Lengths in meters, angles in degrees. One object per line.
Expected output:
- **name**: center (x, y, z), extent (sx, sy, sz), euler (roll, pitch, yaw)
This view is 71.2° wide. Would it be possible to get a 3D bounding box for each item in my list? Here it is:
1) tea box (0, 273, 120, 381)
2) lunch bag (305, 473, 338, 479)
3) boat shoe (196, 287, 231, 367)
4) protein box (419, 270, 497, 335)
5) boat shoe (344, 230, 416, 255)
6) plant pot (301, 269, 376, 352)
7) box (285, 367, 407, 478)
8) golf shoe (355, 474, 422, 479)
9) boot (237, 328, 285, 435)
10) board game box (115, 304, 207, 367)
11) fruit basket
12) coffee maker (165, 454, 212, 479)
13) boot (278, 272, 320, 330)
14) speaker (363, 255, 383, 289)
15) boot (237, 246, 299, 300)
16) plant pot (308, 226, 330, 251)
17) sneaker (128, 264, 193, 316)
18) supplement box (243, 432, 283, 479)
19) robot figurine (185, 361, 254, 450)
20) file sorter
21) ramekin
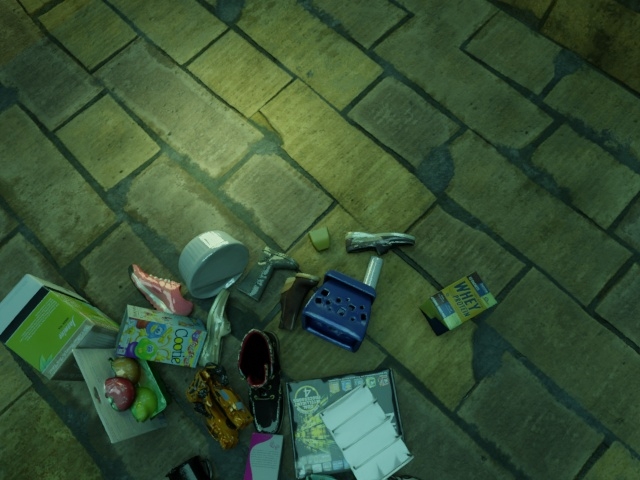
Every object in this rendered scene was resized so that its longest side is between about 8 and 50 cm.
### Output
- **tea box**: center (-0.916, 0.326, 1.602), extent (0.323, 0.329, 0.220), euler (33, 75, 10)
- **lunch bag**: center (0.031, 0.909, 1.448), extent (0.262, 0.160, 0.224), euler (23, 96, 5)
- **boat shoe**: center (-0.386, 0.336, 1.708), extent (0.098, 0.109, 0.303), euler (15, 78, 1)
- **protein box**: center (0.504, 0.240, 1.667), extent (0.201, 0.200, 0.136), euler (-28, 73, -8)
- **boat shoe**: center (0.239, 0.016, 1.805), extent (0.284, 0.103, 0.093), euler (2, 77, 6)
- **plant pot**: center (0.075, 0.255, 1.661), extent (0.235, 0.236, 0.212), euler (23, 66, 7)
- **box**: center (0.087, 0.643, 1.596), extent (0.394, 0.097, 0.319), euler (-6, 73, -2)
- **golf shoe**: center (0.252, 0.849, 1.513), extent (0.272, 0.120, 0.105), euler (11, 71, 4)
- **boot**: center (-0.203, 0.491, 1.553), extent (0.138, 0.284, 0.378), euler (-1, 72, 1)
- **board game box**: center (-0.572, 0.344, 1.606), extent (0.275, 0.144, 0.142), euler (18, 92, -26)
- **fruit basket**: center (-0.677, 0.516, 1.524), extent (0.165, 0.353, 0.327), euler (-35, 74, 5)
- **coffee maker**: center (-0.431, 0.841, 1.502), extent (0.120, 0.171, 0.178), euler (-43, 71, 16)
- **boot**: center (-0.081, 0.234, 1.674), extent (0.090, 0.248, 0.207), euler (15, 73, -25)
- **speaker**: center (0.208, 0.135, 1.785), extent (0.055, 0.055, 0.136), euler (16, 73, 7)
- **boot**: center (-0.207, 0.145, 1.781), extent (0.189, 0.076, 0.209), euler (20, 65, 22)
- **plant pot**: center (0.000, 0.000, 1.825), extent (0.081, 0.081, 0.083), euler (-17, 82, -5)
- **sneaker**: center (-0.626, 0.198, 1.769), extent (0.136, 0.116, 0.314), euler (-41, 82, -22)
- **supplement box**: center (-0.192, 0.781, 1.508), extent (0.111, 0.114, 0.220), euler (4, 49, 3)
- **robot figurine**: center (-0.370, 0.577, 1.585), extent (0.291, 0.085, 0.211), euler (40, 107, 27)
- **file sorter**: center (0.145, 0.626, 1.448), extent (0.192, 0.173, 0.278), euler (-31, 67, -11)
- **ramekin**: center (-0.418, 0.083, 1.716), extent (0.273, 0.273, 0.127), euler (-42, 64, -12)
